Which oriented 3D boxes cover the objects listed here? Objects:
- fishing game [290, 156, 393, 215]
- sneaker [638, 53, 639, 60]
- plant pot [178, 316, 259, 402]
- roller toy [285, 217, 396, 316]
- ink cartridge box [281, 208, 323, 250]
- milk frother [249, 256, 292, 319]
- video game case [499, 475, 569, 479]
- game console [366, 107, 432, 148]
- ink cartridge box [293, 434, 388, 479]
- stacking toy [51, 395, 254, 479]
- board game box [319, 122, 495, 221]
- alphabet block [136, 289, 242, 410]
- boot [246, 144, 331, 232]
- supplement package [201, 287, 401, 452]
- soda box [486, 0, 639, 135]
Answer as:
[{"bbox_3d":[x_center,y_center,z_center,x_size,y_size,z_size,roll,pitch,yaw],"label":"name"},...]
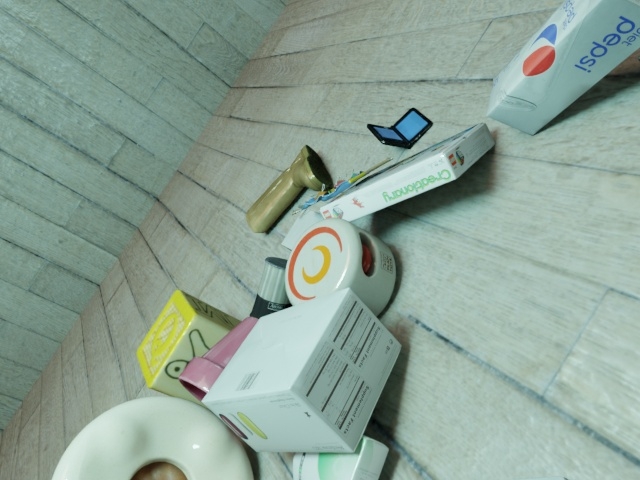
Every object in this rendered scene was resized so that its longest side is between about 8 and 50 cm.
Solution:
[{"bbox_3d":[0.030,-0.121,1.159,0.189,0.041,0.264,-31,5,-29],"label":"fishing game"},{"bbox_3d":[0.504,-0.302,0.713,0.182,0.127,0.316,-39,36,22],"label":"sneaker"},{"bbox_3d":[-0.153,0.265,1.055,0.201,0.201,0.180,-6,40,53],"label":"plant pot"},{"bbox_3d":[0.042,0.066,0.994,0.191,0.146,0.209,-60,38,5],"label":"roller toy"},{"bbox_3d":[0.000,0.000,1.198,0.109,0.062,0.209,-57,30,-5],"label":"ink cartridge box"},{"bbox_3d":[-0.093,0.105,1.151,0.143,0.129,0.135,31,107,53],"label":"milk frother"},{"bbox_3d":[0.168,0.398,0.614,0.285,0.025,0.204,-28,40,39],"label":"video game case"},{"bbox_3d":[0.179,-0.266,1.199,0.122,0.107,0.071,-114,35,-56],"label":"game console"},{"bbox_3d":[0.001,0.397,0.803,0.181,0.056,0.225,-9,52,62],"label":"ink cartridge box"},{"bbox_3d":[-0.365,0.552,1.026,0.480,0.350,0.351,-52,25,42],"label":"stacking toy"},{"bbox_3d":[0.161,-0.121,1.006,0.305,0.053,0.193,-21,11,45],"label":"board game box"},{"bbox_3d":[-0.284,0.259,1.219,0.192,0.197,0.193,-58,30,-5],"label":"alphabet block"},{"bbox_3d":[-0.094,-0.115,1.430,0.269,0.089,0.236,-46,21,17],"label":"boot"},{"bbox_3d":[-0.034,0.224,0.868,0.261,0.145,0.204,-26,22,47],"label":"supplement package"},{"bbox_3d":[0.376,-0.284,0.797,0.286,0.098,0.091,129,161,-64],"label":"soda box"}]
